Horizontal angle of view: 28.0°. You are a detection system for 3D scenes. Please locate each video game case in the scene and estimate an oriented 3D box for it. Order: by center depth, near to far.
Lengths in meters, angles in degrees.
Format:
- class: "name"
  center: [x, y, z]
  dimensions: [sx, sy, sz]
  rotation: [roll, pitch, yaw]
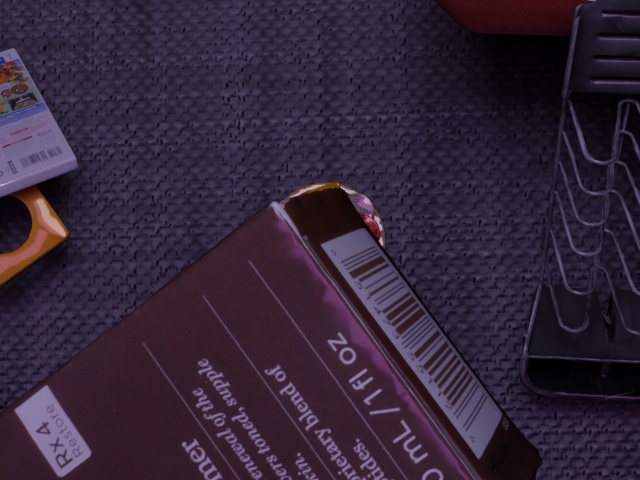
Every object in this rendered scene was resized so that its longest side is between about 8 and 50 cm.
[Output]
- class: "video game case"
  center: [-0.216, -0.072, 0.822]
  dimensions: [0.087, 0.011, 0.122]
  rotation: [-22, 52, -16]

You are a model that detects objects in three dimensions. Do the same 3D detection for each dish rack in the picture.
- class: "dish rack"
  center: [0.222, -0.020, 0.711]
  dimensions: [0.208, 0.271, 0.074]
  rotation: [1, 44, 3]

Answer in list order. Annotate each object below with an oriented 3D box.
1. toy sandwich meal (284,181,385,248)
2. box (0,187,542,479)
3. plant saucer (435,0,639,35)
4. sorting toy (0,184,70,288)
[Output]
- class: "toy sandwich meal"
  center: [0.000, 0.000, 0.822]
  dimensions: [0.085, 0.029, 0.085]
  rotation: [-1, 79, 3]
- class: "box"
  center: [-0.096, 0.157, 0.686]
  dimensions: [0.381, 0.143, 0.191]
  rotation: [-38, 85, 16]
- class: "plant saucer"
  center: [0.187, -0.180, 0.769]
  dimensions: [0.259, 0.258, 0.047]
  rotation: [2, 122, 4]
- class: "sorting toy"
  center: [-0.316, 0.070, 0.822]
  dimensions: [0.348, 0.047, 0.196]
  rotation: [-24, 83, -1]
